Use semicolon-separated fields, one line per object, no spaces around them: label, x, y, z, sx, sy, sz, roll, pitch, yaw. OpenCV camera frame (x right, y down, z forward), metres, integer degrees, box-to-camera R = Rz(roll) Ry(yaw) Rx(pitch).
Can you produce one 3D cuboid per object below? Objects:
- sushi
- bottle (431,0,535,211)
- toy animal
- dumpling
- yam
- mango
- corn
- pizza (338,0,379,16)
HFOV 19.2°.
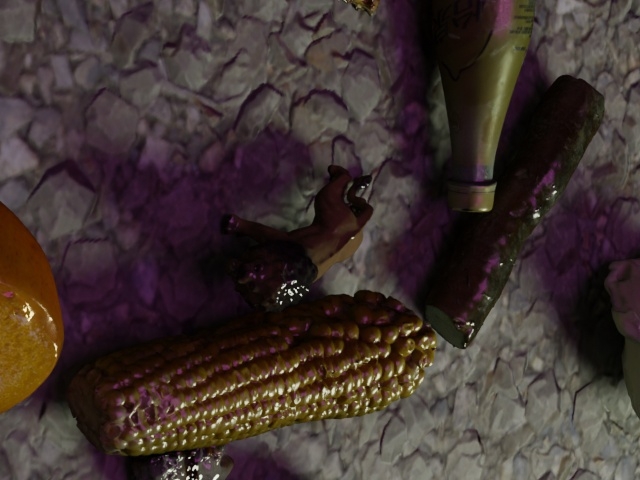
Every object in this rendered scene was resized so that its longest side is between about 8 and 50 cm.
sushi;-0.096;0.167;1.359;0.083;0.044;0.046;-12;104;-41
bottle;0.126;-0.156;1.507;0.083;0.083;0.270;-5;104;-44
toy animal;-0.014;-0.002;1.403;0.220;0.086;0.069;-48;131;-52
dumpling;0.344;0.098;1.724;0.258;0.147;0.193;32;33;-31
yam;0.160;-0.026;1.575;0.061;0.061;0.253;49;63;-37
mango;-0.252;0.021;1.148;0.141;0.102;0.217;-51;130;0
corn;-0.041;0.096;1.370;0.319;0.097;0.097;-10;103;-42
pizza;0.029;-0.215;1.437;0.100;0.029;0.099;-46;126;-30
